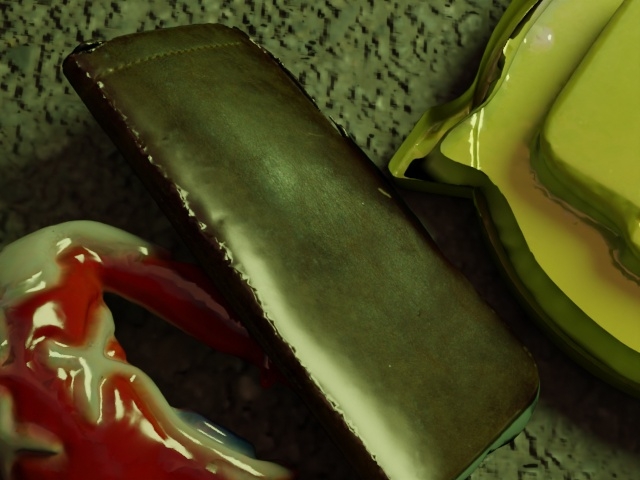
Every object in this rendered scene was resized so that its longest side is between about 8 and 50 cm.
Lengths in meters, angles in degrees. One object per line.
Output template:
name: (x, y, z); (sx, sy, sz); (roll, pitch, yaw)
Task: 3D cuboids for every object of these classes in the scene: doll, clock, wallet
doll: (-0.109, 0.079, 0.440); (0.384, 0.099, 0.188); (45, 74, 4)
clock: (0.212, -0.047, 0.520); (0.293, 0.071, 0.277); (40, 84, 15)
wallet: (0.000, 0.000, 0.473); (0.255, 0.031, 0.137); (53, 40, 9)
